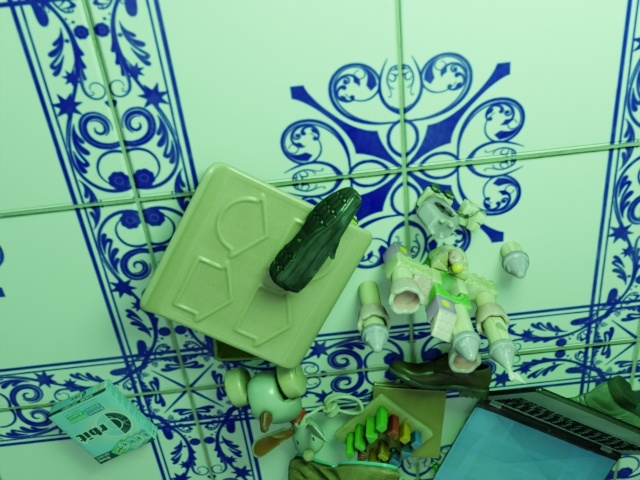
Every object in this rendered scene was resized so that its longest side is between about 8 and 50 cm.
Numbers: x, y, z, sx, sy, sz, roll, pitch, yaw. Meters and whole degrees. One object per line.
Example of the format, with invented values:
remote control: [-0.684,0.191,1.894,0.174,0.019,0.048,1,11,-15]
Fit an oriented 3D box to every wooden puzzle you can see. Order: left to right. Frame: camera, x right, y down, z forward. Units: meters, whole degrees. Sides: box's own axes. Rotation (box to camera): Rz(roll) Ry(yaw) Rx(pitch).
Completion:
wooden puzzle: [-0.121,0.049,1.541,0.348,0.080,0.322,24,107,-19]

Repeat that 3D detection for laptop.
laptop: [0.516,0.507,1.804,0.382,0.236,0.408,23,163,-9]

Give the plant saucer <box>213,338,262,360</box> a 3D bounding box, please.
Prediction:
plant saucer: [-0.127,0.162,1.672,0.188,0.045,0.188,-1,125,-3]

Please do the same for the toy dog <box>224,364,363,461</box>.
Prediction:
toy dog: [-0.070,0.389,1.738,0.220,0.161,0.334,-32,127,29]

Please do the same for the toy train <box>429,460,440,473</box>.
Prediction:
toy train: [0.292,0.571,2.005,0.024,0.017,0.083,-21,124,23]

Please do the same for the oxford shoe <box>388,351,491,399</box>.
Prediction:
oxford shoe: [0.261,0.277,1.772,0.227,0.083,0.096,8,102,-8]

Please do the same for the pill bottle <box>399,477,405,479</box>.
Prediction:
pill bottle: [0.244,0.673,2.003,0.229,0.131,0.131,38,115,-26]

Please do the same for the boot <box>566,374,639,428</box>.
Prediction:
boot: [0.676,0.406,1.892,0.161,0.083,0.246,-32,122,32]

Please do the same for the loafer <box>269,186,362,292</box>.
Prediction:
loafer: [0.000,0.000,1.463,0.078,0.076,0.223,33,101,-36]

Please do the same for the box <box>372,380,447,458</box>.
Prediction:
box: [0.198,0.412,1.857,0.165,0.021,0.201,3,118,3]

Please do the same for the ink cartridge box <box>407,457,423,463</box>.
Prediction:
ink cartridge box: [0.216,0.491,1.935,0.048,0.028,0.083,-29,121,18]

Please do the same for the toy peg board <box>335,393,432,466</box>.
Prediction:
toy peg board: [0.141,0.455,1.829,0.161,0.079,0.161,38,116,-14]

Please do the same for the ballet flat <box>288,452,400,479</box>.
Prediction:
ballet flat: [0.039,0.549,1.810,0.116,0.124,0.342,32,153,-35]

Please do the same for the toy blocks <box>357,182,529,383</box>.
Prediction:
toy blocks: [0.253,0.122,1.538,0.289,0.260,0.309,23,121,-18]

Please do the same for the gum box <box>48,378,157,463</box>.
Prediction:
gum box: [-0.484,0.408,1.824,0.157,0.041,0.184,-27,122,14]

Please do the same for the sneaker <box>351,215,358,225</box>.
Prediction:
sneaker: [0.035,-0.047,1.544,0.035,0.031,0.083,-39,119,22]
